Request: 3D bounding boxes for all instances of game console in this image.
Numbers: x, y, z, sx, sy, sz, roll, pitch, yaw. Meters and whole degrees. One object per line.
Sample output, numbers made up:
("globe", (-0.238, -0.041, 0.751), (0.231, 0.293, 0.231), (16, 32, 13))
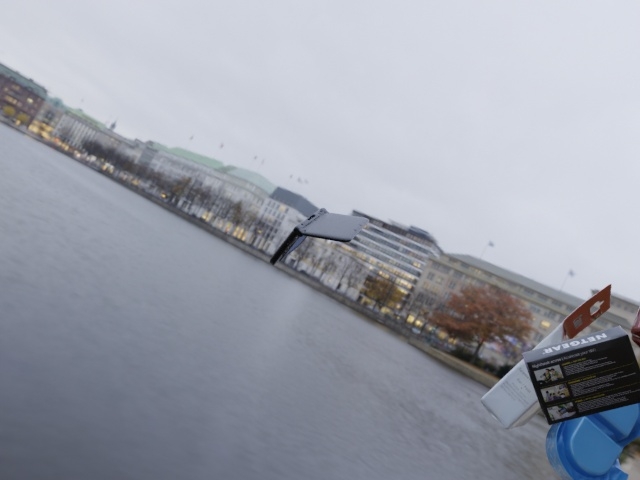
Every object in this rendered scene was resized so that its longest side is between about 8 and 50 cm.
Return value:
("game console", (0.000, 0.000, 0.750), (0.071, 0.107, 0.122), (41, 24, 4))

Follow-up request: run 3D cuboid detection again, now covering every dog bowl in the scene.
("dog bowl", (0.610, 0.414, 1.143), (0.166, 0.297, 0.074), (42, -26, 11))

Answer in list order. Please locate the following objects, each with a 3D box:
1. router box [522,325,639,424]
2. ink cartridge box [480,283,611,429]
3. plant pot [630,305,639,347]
("router box", (0.480, 0.247, 0.942), (0.046, 0.179, 0.133), (-50, 120, -75))
("ink cartridge box", (0.575, 0.291, 1.236), (0.091, 0.385, 0.308), (50, 10, 31))
("plant pot", (0.747, 0.111, 0.979), (0.272, 0.265, 0.272), (31, -11, 7))
